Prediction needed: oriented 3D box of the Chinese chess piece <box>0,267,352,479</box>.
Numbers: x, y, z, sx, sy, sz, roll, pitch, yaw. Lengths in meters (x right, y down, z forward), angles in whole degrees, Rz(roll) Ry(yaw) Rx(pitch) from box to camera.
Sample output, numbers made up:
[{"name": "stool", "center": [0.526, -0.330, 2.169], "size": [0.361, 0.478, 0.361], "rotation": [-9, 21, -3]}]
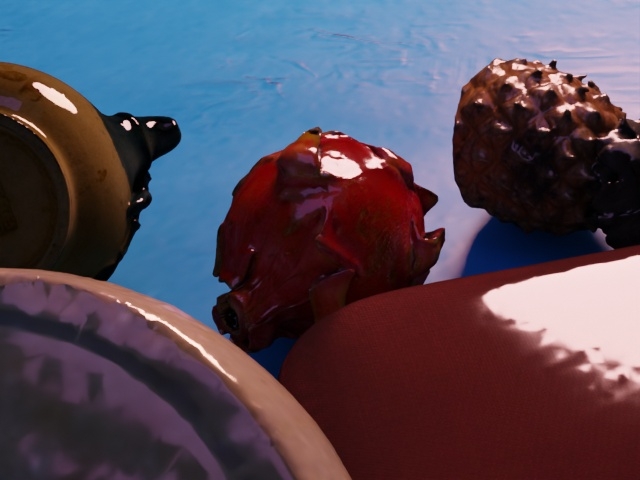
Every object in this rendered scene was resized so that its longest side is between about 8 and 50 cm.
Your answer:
[{"name": "Chinese chess piece", "center": [-0.134, 0.178, 0.630], "size": [0.338, 0.140, 0.338], "rotation": [-3, 67, 7]}]

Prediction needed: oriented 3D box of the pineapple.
[{"name": "pineapple", "center": [0.195, -0.037, 0.973], "size": [0.237, 0.111, 0.119], "rotation": [20, 29, 32]}]

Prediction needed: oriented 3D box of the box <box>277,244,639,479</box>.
[{"name": "box", "center": [0.173, 0.104, 0.794], "size": [0.404, 0.108, 0.263], "rotation": [-10, 37, -2]}]

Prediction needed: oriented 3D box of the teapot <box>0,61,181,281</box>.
[{"name": "teapot", "center": [-0.217, -0.022, 1.013], "size": [0.269, 0.173, 0.182], "rotation": [-23, 5, 3]}]

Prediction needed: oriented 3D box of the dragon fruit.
[{"name": "dragon fruit", "center": [0.000, 0.000, 0.946], "size": [0.136, 0.133, 0.166], "rotation": [27, 45, 27]}]
